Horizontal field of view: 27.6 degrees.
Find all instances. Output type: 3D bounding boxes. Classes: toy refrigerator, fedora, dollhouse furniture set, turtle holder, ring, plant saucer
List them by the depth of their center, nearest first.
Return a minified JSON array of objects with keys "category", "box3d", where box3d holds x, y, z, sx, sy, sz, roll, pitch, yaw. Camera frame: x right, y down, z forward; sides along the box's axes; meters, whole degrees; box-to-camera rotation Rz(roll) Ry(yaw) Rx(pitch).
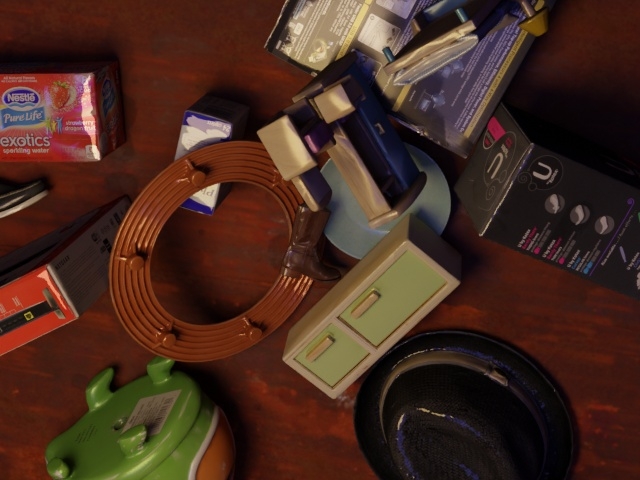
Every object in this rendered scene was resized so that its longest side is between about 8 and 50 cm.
[{"category":"dollhouse furniture set","box3d":[0.138,-0.160,1.584,0.303,0.286,0.198,-26,103,30]},{"category":"ring","box3d":[-0.132,0.023,1.803,0.336,0.032,0.337,-15,120,-27]},{"category":"plant saucer","box3d":[0.087,-0.061,1.838,0.194,0.037,0.195,3,118,6]},{"category":"toy refrigerator","box3d":[0.072,0.097,1.848,0.102,0.094,0.269,39,115,-14]},{"category":"fedora","box3d":[0.201,0.300,1.877,0.334,0.152,0.334,3,107,9]},{"category":"turtle holder","box3d":[-0.273,0.340,1.928,0.320,0.243,0.227,-33,116,8]}]

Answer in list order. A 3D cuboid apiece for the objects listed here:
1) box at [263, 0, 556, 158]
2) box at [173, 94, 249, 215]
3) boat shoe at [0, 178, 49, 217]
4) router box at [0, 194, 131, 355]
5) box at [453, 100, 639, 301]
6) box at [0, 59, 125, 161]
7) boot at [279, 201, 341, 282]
[{"category":"box","box3d":[0.152,-0.355,1.718,0.318,0.097,0.395,28,110,2]},{"category":"box","box3d":[-0.157,-0.122,1.824,0.072,0.126,0.137,15,108,4]},{"category":"boat shoe","box3d":[-0.514,-0.063,1.926,0.233,0.084,0.079,-9,105,15]},{"category":"router box","box3d":[-0.423,0.076,1.819,0.301,0.335,0.082,-25,102,16]},{"category":"box","box3d":[0.336,-0.049,1.708,0.270,0.165,0.143,21,110,-17]},{"category":"box","box3d":[-0.418,-0.185,1.851,0.256,0.122,0.128,0,107,9]},{"category":"boot","box3d":[0.000,0.000,1.839,0.106,0.037,0.114,6,106,-37]}]
